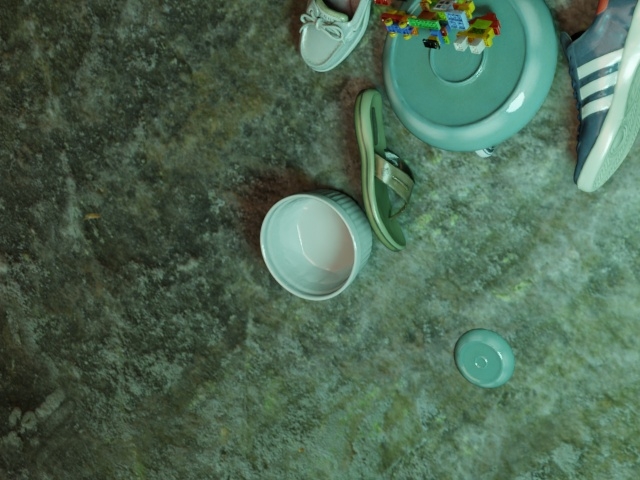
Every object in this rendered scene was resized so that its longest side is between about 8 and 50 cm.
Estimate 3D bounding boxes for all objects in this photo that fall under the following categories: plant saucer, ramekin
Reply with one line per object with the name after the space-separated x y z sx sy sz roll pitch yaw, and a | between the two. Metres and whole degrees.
0.300 0.223 2.019 0.119 0.021 0.119 9 110 26 | plant saucer
0.000 0.000 2.057 0.207 0.109 0.207 9 110 26 | ramekin
0.235 -0.307 1.811 0.317 0.043 0.318 -1 89 32 | plant saucer

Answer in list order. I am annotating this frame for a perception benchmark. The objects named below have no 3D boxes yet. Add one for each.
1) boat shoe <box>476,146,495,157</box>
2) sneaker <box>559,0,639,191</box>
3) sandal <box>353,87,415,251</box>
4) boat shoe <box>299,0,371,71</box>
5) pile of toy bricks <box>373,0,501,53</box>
0.284 -0.235 1.846 0.083 0.065 0.183 -10 99 35 | boat shoe
0.439 -0.256 1.729 0.148 0.131 0.350 24 111 28 | sneaker
0.122 -0.124 1.950 0.086 0.120 0.303 -5 104 16 | sandal
0.039 -0.435 1.892 0.118 0.103 0.320 39 121 12 | boat shoe
0.194 -0.385 1.765 0.212 0.105 0.118 20 151 40 | pile of toy bricks
